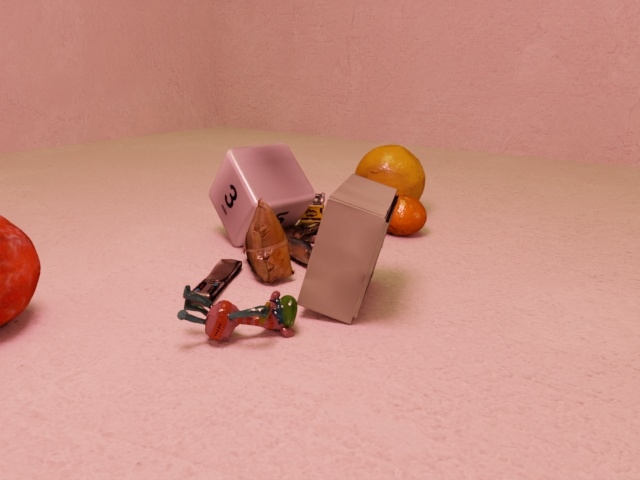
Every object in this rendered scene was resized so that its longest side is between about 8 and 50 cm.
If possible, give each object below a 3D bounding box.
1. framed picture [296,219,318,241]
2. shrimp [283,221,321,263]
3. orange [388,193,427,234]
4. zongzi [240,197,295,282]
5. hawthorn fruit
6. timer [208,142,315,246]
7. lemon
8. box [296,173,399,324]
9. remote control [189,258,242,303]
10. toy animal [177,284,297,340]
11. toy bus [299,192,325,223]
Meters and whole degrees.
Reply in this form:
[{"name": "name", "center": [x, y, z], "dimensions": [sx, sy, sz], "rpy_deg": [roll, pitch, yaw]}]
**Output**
[{"name": "framed picture", "center": [0.051, -0.024, 1.415], "dimensions": [0.259, 0.023, 0.189], "rpy_deg": [3, 17, 8]}, {"name": "shrimp", "center": [0.000, 0.000, 1.256], "dimensions": [0.198, 0.051, 0.262], "rpy_deg": [-24, 30, -24]}, {"name": "orange", "center": [0.238, -0.075, 1.416], "dimensions": [0.135, 0.118, 0.136], "rpy_deg": [1, 28, 0]}, {"name": "zongzi", "center": [-0.135, -0.019, 1.132], "dimensions": [0.099, 0.198, 0.194], "rpy_deg": [-17, 21, -17]}, {"name": "hawthorn fruit", "center": [-0.626, 0.046, 0.897], "dimensions": [0.241, 0.242, 0.272], "rpy_deg": [2, 11, 5]}, {"name": "timer", "center": [-0.161, -0.124, 1.324], "dimensions": [0.194, 0.195, 0.192], "rpy_deg": [-14, 66, -38]}, {"name": "lemon", "center": [0.223, -0.195, 1.590], "dimensions": [0.228, 0.229, 0.253], "rpy_deg": [5, 24, 11]}, {"name": "box", "center": [0.065, 0.007, 0.990], "dimensions": [0.117, 0.225, 0.225], "rpy_deg": [20, 23, 8]}, {"name": "remote control", "center": [-0.228, 0.085, 1.082], "dimensions": [0.059, 0.028, 0.212], "rpy_deg": [2, 20, 8]}, {"name": "toy animal", "center": [-0.142, 0.127, 0.863], "dimensions": [0.208, 0.100, 0.103], "rpy_deg": [9, -21, -12]}, {"name": "toy bus", "center": [-0.023, -0.106, 1.523], "dimensions": [0.081, 0.074, 0.226], "rpy_deg": [-1, 13, -2]}]
